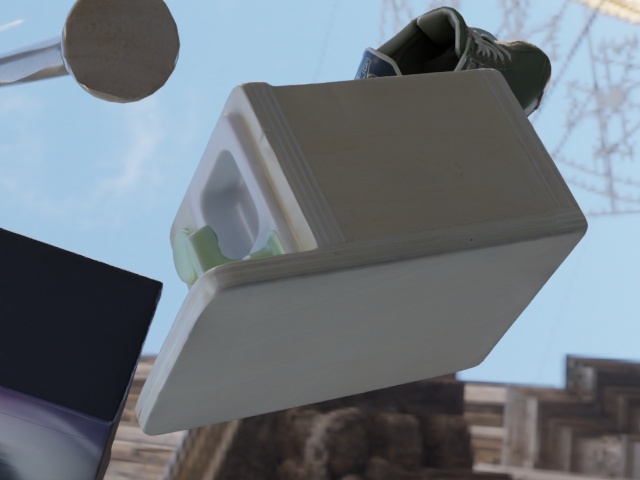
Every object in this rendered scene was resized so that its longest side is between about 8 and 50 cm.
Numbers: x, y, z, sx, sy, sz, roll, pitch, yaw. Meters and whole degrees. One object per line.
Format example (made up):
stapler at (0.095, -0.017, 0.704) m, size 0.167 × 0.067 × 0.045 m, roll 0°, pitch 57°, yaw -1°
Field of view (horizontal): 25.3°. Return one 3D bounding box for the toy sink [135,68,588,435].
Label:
toy sink at (0.000, 0.000, 0.804) m, size 0.234 × 0.153 × 0.131 m, roll -9°, pitch -121°, yaw -29°

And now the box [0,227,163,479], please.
box at (-0.332, 0.142, 1.317) m, size 0.296 × 0.294 × 0.183 m, roll 18°, pitch -136°, yaw -4°

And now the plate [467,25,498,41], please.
plate at (0.089, -0.149, 1.388) m, size 0.024 × 0.188 × 0.188 m, roll 50°, pitch -122°, yaw -33°

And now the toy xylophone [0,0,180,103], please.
toy xylophone at (-0.181, -0.032, 0.377) m, size 0.236 × 0.322 × 0.081 m, roll -30°, pitch -72°, yaw -25°

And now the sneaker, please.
sneaker at (0.090, -0.113, 0.929) m, size 0.192 × 0.064 × 0.086 m, roll -27°, pitch -43°, yaw -36°
